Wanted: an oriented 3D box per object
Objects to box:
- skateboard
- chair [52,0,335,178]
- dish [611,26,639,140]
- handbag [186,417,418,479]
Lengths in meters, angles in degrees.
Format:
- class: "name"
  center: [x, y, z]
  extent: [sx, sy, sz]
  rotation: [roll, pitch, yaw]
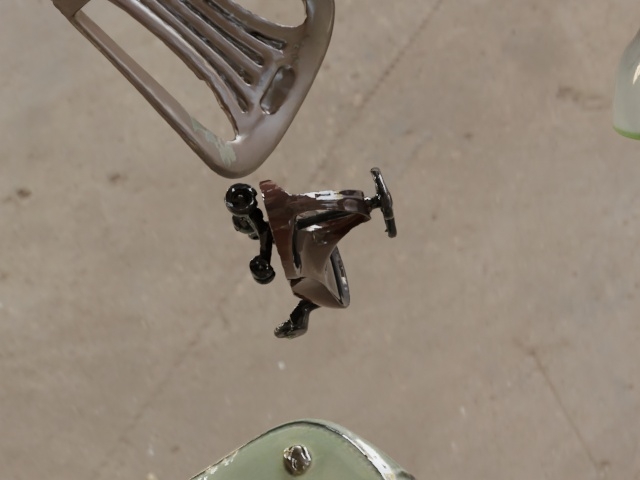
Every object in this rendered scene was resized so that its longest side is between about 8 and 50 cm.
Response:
- class: "skateboard"
  center: [0.000, 0.000, 0.870]
  extent: [0.080, 0.151, 0.067]
  rotation: [-15, 76, 1]
- class: "chair"
  center: [-0.100, -0.197, 1.050]
  extent: [0.326, 0.183, 0.176]
  rotation: [35, 65, -18]
- class: "dish"
  center: [0.398, -0.189, 1.456]
  extent: [0.324, 0.124, 0.324]
  rotation: [-14, 12, 3]
- class: "handbag"
  center: [-0.031, 0.216, 0.807]
  extent: [0.241, 0.315, 0.109]
  rotation: [-31, 62, -10]
